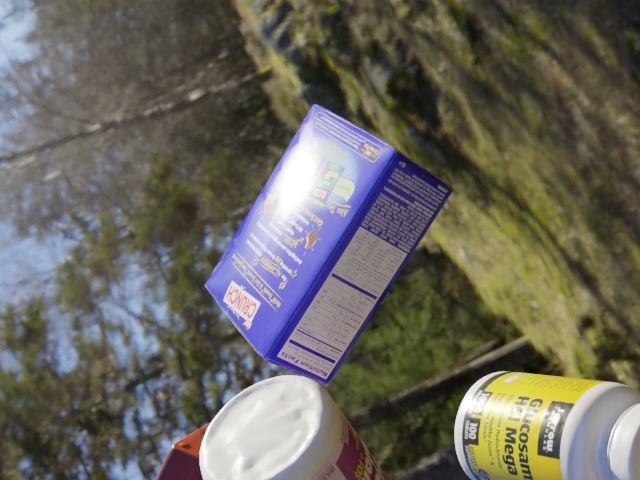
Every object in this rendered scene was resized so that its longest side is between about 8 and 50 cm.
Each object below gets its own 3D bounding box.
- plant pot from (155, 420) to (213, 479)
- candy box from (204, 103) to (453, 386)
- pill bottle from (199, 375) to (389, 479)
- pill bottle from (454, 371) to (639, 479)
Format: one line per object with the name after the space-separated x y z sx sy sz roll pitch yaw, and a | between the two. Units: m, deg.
-0.183 0.510 2.193 0.267 0.267 0.235 -22 -56 -55 | plant pot
0.000 0.000 1.503 0.122 0.317 0.268 30 -175 -30 | candy box
0.002 0.310 1.262 0.301 0.169 0.169 58 -175 -34 | pill bottle
0.362 0.290 1.564 0.334 0.188 0.188 -4 117 57 | pill bottle
